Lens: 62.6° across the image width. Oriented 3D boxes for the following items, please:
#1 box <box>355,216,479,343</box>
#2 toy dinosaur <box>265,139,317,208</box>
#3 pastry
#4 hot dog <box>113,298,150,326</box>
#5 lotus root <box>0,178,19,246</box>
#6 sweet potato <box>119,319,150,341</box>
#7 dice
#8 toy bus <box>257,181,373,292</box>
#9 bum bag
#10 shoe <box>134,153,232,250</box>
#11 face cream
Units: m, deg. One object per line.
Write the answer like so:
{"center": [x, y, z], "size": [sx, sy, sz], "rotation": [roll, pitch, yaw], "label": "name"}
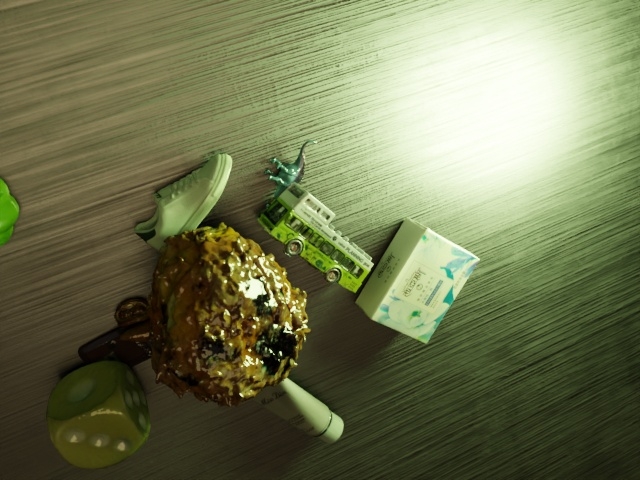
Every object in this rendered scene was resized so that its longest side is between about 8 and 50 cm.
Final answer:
{"center": [0.255, 0.108, 1.396], "size": [0.203, 0.116, 0.274], "rotation": [27, 98, -26], "label": "box"}
{"center": [-0.079, -0.156, 1.217], "size": [0.080, 0.045, 0.197], "rotation": [26, 106, -36], "label": "toy dinosaur"}
{"center": [-0.193, 0.176, 1.101], "size": [0.405, 0.292, 0.337], "rotation": [56, 43, -47], "label": "pastry"}
{"center": [-0.427, 0.164, 1.199], "size": [0.083, 0.058, 0.035], "rotation": [-17, 154, -12], "label": "hot dog"}
{"center": [-0.668, -0.034, 0.969], "size": [0.186, 0.186, 0.186], "rotation": [-7, 111, -18], "label": "lotus root"}
{"center": [-0.360, 0.203, 1.222], "size": [0.202, 0.058, 0.055], "rotation": [-4, 92, -34], "label": "sweet potato"}
{"center": [-0.491, 0.388, 1.177], "size": [0.166, 0.169, 0.169], "rotation": [-20, 122, -6], "label": "dice"}
{"center": [0.000, 0.000, 1.257], "size": [0.301, 0.113, 0.139], "rotation": [38, 93, -35], "label": "toy bus"}
{"center": [-0.471, 0.257, 1.233], "size": [0.159, 0.026, 0.109], "rotation": [-26, 116, -4], "label": "bum bag"}
{"center": [-0.297, -0.088, 1.131], "size": [0.110, 0.095, 0.265], "rotation": [29, 99, -26], "label": "shoe"}
{"center": [-0.067, 0.444, 1.418], "size": [0.143, 0.089, 0.314], "rotation": [-35, 117, 28], "label": "face cream"}
